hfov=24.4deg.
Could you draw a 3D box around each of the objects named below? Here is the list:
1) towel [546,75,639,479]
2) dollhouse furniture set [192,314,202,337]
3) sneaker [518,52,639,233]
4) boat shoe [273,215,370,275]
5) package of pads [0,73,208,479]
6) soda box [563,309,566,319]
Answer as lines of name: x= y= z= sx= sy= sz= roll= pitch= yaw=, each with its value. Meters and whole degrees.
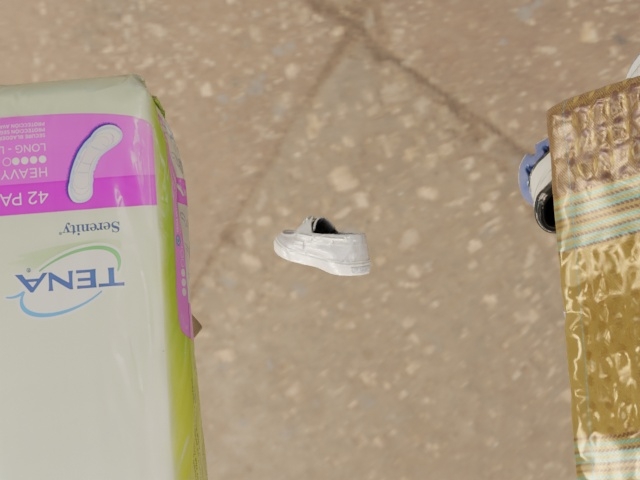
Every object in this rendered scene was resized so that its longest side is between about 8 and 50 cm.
towel: x=0.233 y=0.077 z=0.803 sx=0.271 sy=0.040 sz=0.370 roll=-16 pitch=75 yaw=56
dollhouse furniture set: x=-0.195 y=0.048 z=0.945 sx=0.129 sy=0.129 sz=0.184 roll=-42 pitch=94 yaw=19
sneaker: x=0.375 y=-0.104 z=1.804 sx=0.127 sy=0.182 sz=0.315 roll=41 pitch=117 yaw=-15
boat shoe: x=0.000 y=0.000 z=1.884 sx=0.184 sy=0.066 sz=0.063 roll=21 pitch=111 yaw=60
package of pads: x=-0.174 y=0.068 z=0.757 sx=0.229 sy=0.101 sz=0.296 roll=-4 pitch=81 yaw=0
soda box: x=0.425 y=0.103 z=1.656 sx=0.286 sy=0.091 sz=0.098 roll=12 pitch=145 yaw=30
